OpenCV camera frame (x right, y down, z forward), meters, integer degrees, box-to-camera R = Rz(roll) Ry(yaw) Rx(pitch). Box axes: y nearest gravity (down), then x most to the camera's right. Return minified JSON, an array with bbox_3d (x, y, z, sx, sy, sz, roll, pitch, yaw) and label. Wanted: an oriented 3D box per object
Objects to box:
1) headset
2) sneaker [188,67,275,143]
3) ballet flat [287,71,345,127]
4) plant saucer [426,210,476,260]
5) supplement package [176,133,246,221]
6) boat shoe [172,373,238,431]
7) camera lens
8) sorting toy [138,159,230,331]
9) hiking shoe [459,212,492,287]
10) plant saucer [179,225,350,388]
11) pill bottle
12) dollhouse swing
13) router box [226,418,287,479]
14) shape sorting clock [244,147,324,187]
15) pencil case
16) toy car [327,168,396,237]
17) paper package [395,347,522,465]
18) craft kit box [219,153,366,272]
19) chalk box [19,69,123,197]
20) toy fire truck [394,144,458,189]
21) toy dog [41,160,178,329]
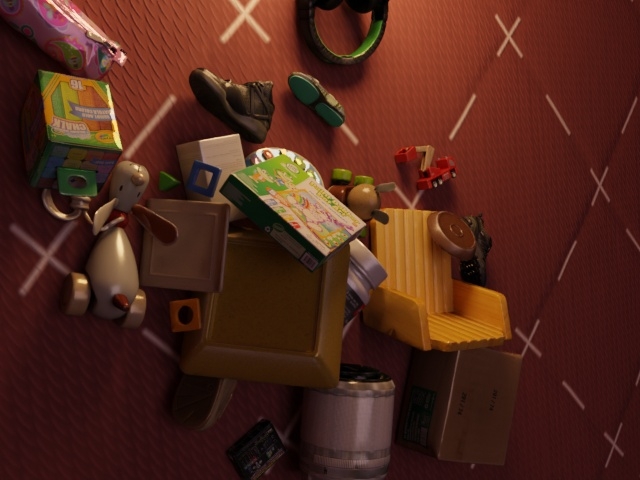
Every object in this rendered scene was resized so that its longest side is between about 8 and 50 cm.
[{"bbox_3d":[0.046,-0.635,1.687,0.243,0.185,0.394,-9,112,-34],"label":"headset"},{"bbox_3d":[-0.186,-0.326,1.514,0.227,0.087,0.130,36,67,-36],"label":"sneaker"},{"bbox_3d":[-0.009,-0.353,1.676,0.188,0.070,0.070,43,66,-33],"label":"ballet flat"},{"bbox_3d":[0.368,-0.020,1.891,0.168,0.029,0.168,24,40,-22],"label":"plant saucer"},{"bbox_3d":[-0.224,-0.128,1.472,0.105,0.105,0.179,-17,101,-38],"label":"supplement package"},{"bbox_3d":[-0.214,0.246,1.498,0.341,0.121,0.110,-65,161,-16],"label":"boat shoe"},{"bbox_3d":[0.062,0.440,1.638,0.219,0.219,0.274,6,87,-38],"label":"camera lens"},{"bbox_3d":[-0.273,0.012,1.402,0.047,0.196,0.348,15,80,-73],"label":"sorting toy"},{"bbox_3d":[0.475,0.033,2.044,0.114,0.086,0.227,-13,98,-34],"label":"hiking shoe"},{"bbox_3d":[-0.110,0.123,1.432,0.332,0.081,0.333,6,70,-2],"label":"plant saucer"},{"bbox_3d":[0.009,0.130,1.573,0.283,0.161,0.161,-43,118,-5],"label":"pill bottle"},{"bbox_3d":[0.317,0.091,1.811,0.346,0.315,0.305,2,100,-38],"label":"dollhouse swing"},{"bbox_3d":[-0.146,0.488,1.589,0.122,0.038,0.092,-36,112,-32],"label":"router box"},{"bbox_3d":[-0.086,-0.129,1.568,0.206,0.040,0.206,11,59,-19],"label":"shape sorting clock"},{"bbox_3d":[-0.490,-0.404,1.245,0.284,0.124,0.124,44,65,-29],"label":"pencil case"},{"bbox_3d":[0.115,-0.092,1.690,0.149,0.188,0.155,12,83,-38],"label":"toy car"},{"bbox_3d":[0.394,0.446,1.937,0.309,0.168,0.325,18,80,-36],"label":"paper package"},{"bbox_3d":[-0.048,-0.065,1.420,0.250,0.061,0.246,41,24,6],"label":"craft kit box"},{"bbox_3d":[-0.442,-0.173,1.222,0.132,0.132,0.213,3,55,-39],"label":"chalk box"},{"bbox_3d":[0.301,-0.215,1.926,0.192,0.047,0.135,-28,107,-35],"label":"toy fire truck"},{"bbox_3d":[-0.384,0.016,1.312,0.220,0.161,0.334,-11,98,-38],"label":"toy dog"}]
